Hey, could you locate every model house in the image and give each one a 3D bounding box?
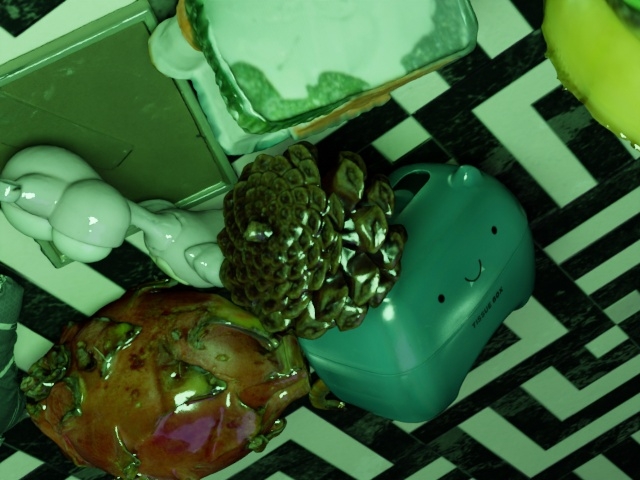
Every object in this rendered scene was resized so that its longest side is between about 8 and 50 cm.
[{"bbox_3d":[-0.040,-0.191,1.681,0.271,0.190,0.301,-25,177,-28],"label":"model house"}]

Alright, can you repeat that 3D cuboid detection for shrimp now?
[{"bbox_3d":[0.045,0.196,2.315,0.127,0.025,0.091,-15,144,-6],"label":"shrimp"}]

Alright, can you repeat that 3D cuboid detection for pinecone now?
[{"bbox_3d":[0.000,0.000,1.734,0.207,0.208,0.208,-16,144,-12],"label":"pinecone"}]

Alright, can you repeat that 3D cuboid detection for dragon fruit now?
[{"bbox_3d":[-0.171,0.165,1.975,0.315,0.250,0.250,-30,145,-4],"label":"dragon fruit"}]

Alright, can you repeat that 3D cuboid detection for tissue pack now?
[{"bbox_3d":[0.105,0.042,1.939,0.287,0.198,0.206,-47,132,-30],"label":"tissue pack"}]

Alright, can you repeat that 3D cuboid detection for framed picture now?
[{"bbox_3d":[-0.231,-0.100,1.781,0.232,0.024,0.315,-25,146,0],"label":"framed picture"}]

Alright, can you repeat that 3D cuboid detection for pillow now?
[{"bbox_3d":[-0.407,0.150,1.936,0.161,0.092,0.335,-15,144,-20],"label":"pillow"}]

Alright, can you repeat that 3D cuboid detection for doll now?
[{"bbox_3d":[-0.192,-0.015,1.761,0.365,0.160,0.094,17,106,-47],"label":"doll"}]

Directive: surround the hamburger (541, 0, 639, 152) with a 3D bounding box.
[{"bbox_3d":[0.419,-0.259,1.645,0.395,0.396,0.277,-4,140,-26],"label":"hamburger"}]
